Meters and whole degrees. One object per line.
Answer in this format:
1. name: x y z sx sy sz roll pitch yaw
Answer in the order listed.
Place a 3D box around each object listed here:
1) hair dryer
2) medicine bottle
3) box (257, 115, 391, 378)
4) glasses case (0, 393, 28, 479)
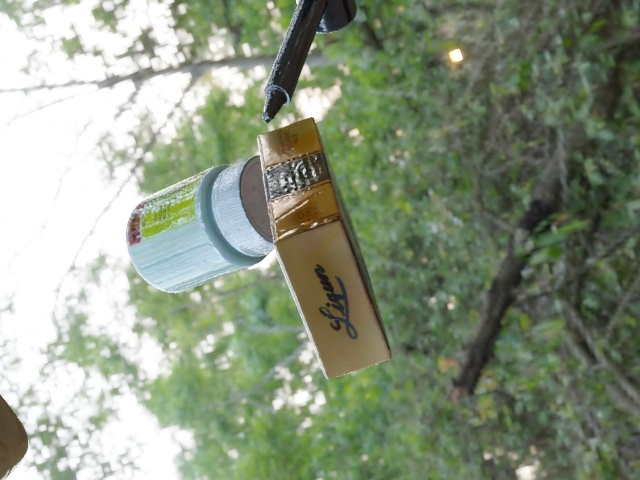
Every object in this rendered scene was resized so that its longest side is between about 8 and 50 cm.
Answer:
1. hair dryer: -0.024 -0.241 1.370 0.128 0.070 0.255 73 -152 -49
2. medicine bottle: -0.139 -0.021 1.589 0.139 0.225 0.139 21 -120 -42
3. box: -0.001 0.000 1.142 0.237 0.070 0.152 -107 -3 -62
4. glasses case: -0.334 0.044 0.736 0.336 0.144 0.076 53 -164 -3
